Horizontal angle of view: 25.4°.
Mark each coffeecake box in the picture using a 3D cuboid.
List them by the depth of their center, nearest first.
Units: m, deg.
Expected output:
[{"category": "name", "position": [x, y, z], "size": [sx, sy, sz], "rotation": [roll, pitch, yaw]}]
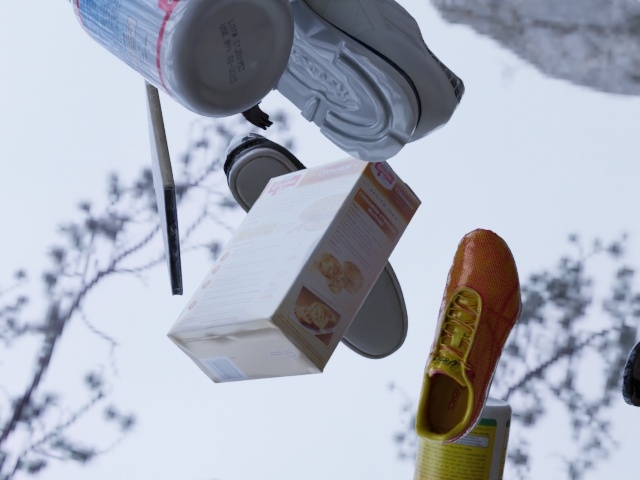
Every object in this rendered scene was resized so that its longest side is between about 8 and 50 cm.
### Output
[{"category": "coffeecake box", "position": [-0.021, 0.023, 1.170], "size": [0.068, 0.142, 0.185], "rotation": [47, -124, -24]}]

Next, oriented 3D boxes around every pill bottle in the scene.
[{"category": "pill bottle", "position": [-0.093, -0.141, 0.839], "size": [0.087, 0.160, 0.087], "rotation": [-22, -50, -30]}, {"category": "pill bottle", "position": [0.179, 0.308, 1.852], "size": [0.117, 0.117, 0.208], "rotation": [4, -86, -60]}]

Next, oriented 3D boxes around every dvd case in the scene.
[{"category": "dvd case", "position": [-0.184, -0.067, 1.673], "size": [0.221, 0.018, 0.165], "rotation": [-107, 13, -48]}]

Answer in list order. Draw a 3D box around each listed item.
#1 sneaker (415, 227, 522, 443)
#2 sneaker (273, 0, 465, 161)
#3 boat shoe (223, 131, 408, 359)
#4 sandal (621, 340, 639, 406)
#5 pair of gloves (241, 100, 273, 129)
[{"category": "sneaker", "position": [0.116, 0.078, 1.109], "size": [0.067, 0.064, 0.175], "rotation": [-7, -73, -68]}, {"category": "sneaker", "position": [-0.008, -0.152, 0.924], "size": [0.095, 0.235, 0.090], "rotation": [-35, -10, -46]}, {"category": "boat shoe", "position": [0.000, 0.000, 1.705], "size": [0.335, 0.112, 0.095], "rotation": [52, -172, -27]}, {"category": "sandal", "position": [0.358, 0.131, 1.421], "size": [0.179, 0.040, 0.067], "rotation": [-1, -82, -46]}, {"category": "pair of gloves", "position": [-0.074, -0.164, 1.547], "size": [0.074, 0.010, 0.083], "rotation": [30, -127, -55]}]
